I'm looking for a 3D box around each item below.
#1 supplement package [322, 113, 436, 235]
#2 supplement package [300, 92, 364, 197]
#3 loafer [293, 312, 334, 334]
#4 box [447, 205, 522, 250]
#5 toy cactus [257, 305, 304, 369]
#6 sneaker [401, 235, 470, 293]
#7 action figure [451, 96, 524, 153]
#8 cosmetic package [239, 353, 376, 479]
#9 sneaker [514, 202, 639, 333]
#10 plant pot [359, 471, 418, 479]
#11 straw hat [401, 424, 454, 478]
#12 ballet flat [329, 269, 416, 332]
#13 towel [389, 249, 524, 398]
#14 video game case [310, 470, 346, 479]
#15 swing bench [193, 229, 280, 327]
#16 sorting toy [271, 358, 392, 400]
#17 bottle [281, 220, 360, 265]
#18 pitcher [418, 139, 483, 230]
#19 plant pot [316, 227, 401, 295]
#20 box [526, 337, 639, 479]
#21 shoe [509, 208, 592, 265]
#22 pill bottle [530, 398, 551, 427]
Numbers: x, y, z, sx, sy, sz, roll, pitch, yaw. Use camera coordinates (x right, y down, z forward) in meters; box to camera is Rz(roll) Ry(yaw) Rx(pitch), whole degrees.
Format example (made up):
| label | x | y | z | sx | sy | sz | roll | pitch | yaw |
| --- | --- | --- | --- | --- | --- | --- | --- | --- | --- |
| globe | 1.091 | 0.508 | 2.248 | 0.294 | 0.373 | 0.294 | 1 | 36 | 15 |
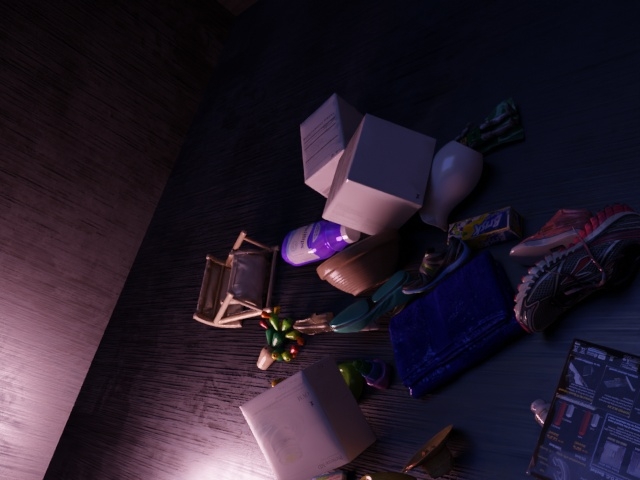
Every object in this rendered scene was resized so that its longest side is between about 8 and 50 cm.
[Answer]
| label | x | y | z | sx | sy | sz | roll | pitch | yaw |
| --- | --- | --- | --- | --- | --- | --- | --- | --- | --- |
| supplement package | 0.149 | -0.158 | 1.582 | 0.263 | 0.199 | 0.198 | 125 | 162 | -67 |
| supplement package | 0.061 | -0.285 | 1.905 | 0.175 | 0.177 | 0.293 | -37 | 38 | 30 |
| loafer | -0.014 | 0.234 | 1.709 | 0.147 | 0.056 | 0.050 | -10 | 56 | 37 |
| box | 0.379 | -0.022 | 1.394 | 0.168 | 0.054 | 0.059 | -20 | 49 | 45 |
| toy cactus | -0.140 | 0.306 | 1.786 | 0.181 | 0.112 | 0.219 | -60 | 41 | 17 |
| sneaker | 0.264 | 0.060 | 1.418 | 0.188 | 0.067 | 0.078 | -42 | 78 | 21 |
| action figure | 0.401 | -0.263 | 1.555 | 0.232 | 0.063 | 0.137 | -32 | 44 | 39 |
| cosmetic package | -0.031 | 0.427 | 1.409 | 0.224 | 0.138 | 0.225 | -36 | 79 | 31 |
| sneaker | 0.489 | 0.064 | 1.125 | 0.299 | 0.120 | 0.112 | -48 | 37 | 15 |
| plant pot | 0.120 | 0.509 | 1.175 | 0.134 | 0.095 | 0.134 | -52 | 20 | 27 |
| straw hat | 0.233 | 0.440 | 1.203 | 0.144 | 0.144 | 0.061 | -47 | 75 | 17 |
| ballet flat | 0.141 | 0.176 | 1.509 | 0.247 | 0.087 | 0.083 | -37 | 19 | 11 |
| towel | 0.285 | 0.181 | 1.336 | 0.308 | 0.076 | 0.228 | -41 | 38 | 26 |
| video game case | 0.012 | 0.629 | 1.394 | 0.119 | 0.015 | 0.167 | -29 | 44 | 38 |
| swing bench | -0.283 | 0.141 | 2.038 | 0.254 | 0.165 | 0.254 | -31 | 43 | 43 |
| sorting toy | 0.006 | 0.355 | 1.519 | 0.365 | 0.126 | 0.127 | -27 | 44 | 40 |
| bottle | 0.000 | 0.000 | 1.836 | 0.282 | 0.092 | 0.118 | -16 | 51 | 46 |
| pitcher | 0.313 | -0.149 | 1.533 | 0.207 | 0.125 | 0.178 | -64 | 24 | 14 |
| plant pot | 0.118 | 0.069 | 1.565 | 0.237 | 0.237 | 0.110 | -34 | 79 | 33 |
| box | 0.503 | 0.309 | 0.911 | 0.307 | 0.076 | 0.243 | 12 | 75 | 46 |
| shoe | 0.480 | -0.008 | 1.251 | 0.178 | 0.063 | 0.081 | -25 | 31 | 47 |
| pill bottle | 0.416 | 0.324 | 1.081 | 0.043 | 0.043 | 0.083 | -51 | 34 | 11 |
